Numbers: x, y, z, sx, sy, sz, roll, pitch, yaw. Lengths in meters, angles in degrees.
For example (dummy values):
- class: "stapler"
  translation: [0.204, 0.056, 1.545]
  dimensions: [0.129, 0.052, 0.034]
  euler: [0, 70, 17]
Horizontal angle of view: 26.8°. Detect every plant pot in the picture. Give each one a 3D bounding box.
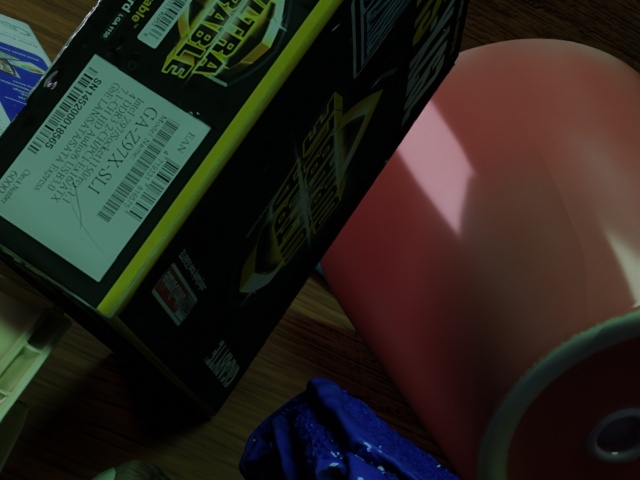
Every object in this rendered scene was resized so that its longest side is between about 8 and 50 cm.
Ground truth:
- class: "plant pot"
  translation: [0.152, 0.044, 0.859]
  dimensions: [0.275, 0.275, 0.243]
  euler: [21, 28, -28]

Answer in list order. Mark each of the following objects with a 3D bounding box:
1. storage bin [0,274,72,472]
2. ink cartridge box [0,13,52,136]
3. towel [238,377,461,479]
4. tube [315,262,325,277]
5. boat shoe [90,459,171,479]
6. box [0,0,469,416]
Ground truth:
- class: "storage bin"
  translation: [-0.234, 0.042, 0.386]
  dimensions: [0.262, 0.123, 0.260]
  euler: [28, 15, -4]
- class: "ink cartridge box"
  translation: [-0.235, -0.084, 0.872]
  dimensions: [0.165, 0.065, 0.333]
  euler: [19, 18, -33]
- class: "towel"
  translation: [0.105, 0.168, 0.543]
  dimensions: [0.308, 0.076, 0.227]
  euler: [37, 1, -5]
- class: "tube"
  translation: [0.000, 0.000, 1.071]
  dimensions: [0.207, 0.052, 0.080]
  euler: [42, 26, 19]
- class: "boat shoe"
  translation: [-0.072, 0.136, 0.437]
  dimensions: [0.095, 0.095, 0.257]
  euler: [50, -6, 4]
- class: "box"
  translation: [-0.022, -0.059, 0.612]
  dimensions: [0.079, 0.257, 0.322]
  euler: [31, -11, 8]
